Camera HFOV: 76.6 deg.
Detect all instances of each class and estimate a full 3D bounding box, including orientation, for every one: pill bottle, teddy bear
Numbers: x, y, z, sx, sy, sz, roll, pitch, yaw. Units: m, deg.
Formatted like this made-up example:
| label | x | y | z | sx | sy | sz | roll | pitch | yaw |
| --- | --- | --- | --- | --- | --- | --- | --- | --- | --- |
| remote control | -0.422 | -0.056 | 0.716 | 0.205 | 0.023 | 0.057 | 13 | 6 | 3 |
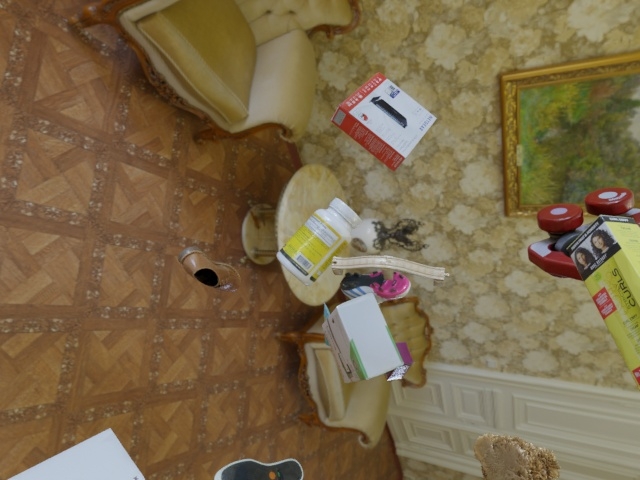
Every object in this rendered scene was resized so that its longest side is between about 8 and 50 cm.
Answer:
| label | x | y | z | sx | sy | sz | roll | pitch | yaw |
| --- | --- | --- | --- | --- | --- | --- | --- | --- | --- |
| pill bottle | 0.000 | 0.000 | 1.599 | 0.334 | 0.188 | 0.188 | -47 | 144 | -1 |
| teddy bear | 0.372 | 0.565 | 0.799 | 0.113 | 0.244 | 0.339 | 28 | 50 | -50 |

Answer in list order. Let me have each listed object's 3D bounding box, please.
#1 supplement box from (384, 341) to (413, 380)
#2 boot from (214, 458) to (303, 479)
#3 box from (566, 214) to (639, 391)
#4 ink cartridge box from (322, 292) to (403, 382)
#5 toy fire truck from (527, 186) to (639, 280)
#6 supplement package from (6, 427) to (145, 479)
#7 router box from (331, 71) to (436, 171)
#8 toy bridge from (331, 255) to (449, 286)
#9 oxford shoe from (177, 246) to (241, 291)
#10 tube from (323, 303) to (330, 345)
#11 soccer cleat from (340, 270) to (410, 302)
| label | x | y | z | sx | sy | sz | roll | pitch | yaw |
| --- | --- | --- | --- | --- | --- | --- | --- | --- | --- |
| supplement box | 0.174 | 0.279 | 0.933 | 0.083 | 0.043 | 0.055 | 105 | -21 | -46 |
| boot | -0.187 | 0.643 | 1.042 | 0.244 | 0.176 | 0.088 | 20 | 31 | -36 |
| box | 0.419 | 0.080 | 0.534 | 0.087 | 0.058 | 0.233 | 104 | -12 | -51 |
| ink cartridge box | 0.085 | 0.231 | 0.921 | 0.219 | 0.092 | 0.160 | 111 | -41 | -66 |
| toy fire truck | 0.669 | 0.009 | 0.941 | 0.254 | 0.301 | 0.170 | -104 | 174 | -70 |
| supplement package | -0.500 | 0.542 | 0.792 | 0.261 | 0.203 | 0.145 | -16 | 114 | -43 |
| router box | 0.249 | -0.459 | 1.537 | 0.335 | 0.301 | 0.082 | -51 | 179 | -38 |
| toy bridge | 0.109 | 0.045 | 0.651 | 0.063 | 0.188 | 0.026 | 61 | 37 | -65 |
| oxford shoe | -0.250 | 0.091 | 0.958 | 0.076 | 0.076 | 0.212 | -43 | 149 | 2 |
| tube | 0.036 | 0.352 | 1.663 | 0.080 | 0.052 | 0.207 | -122 | -160 | -48 |
| soccer cleat | 0.226 | 0.192 | 1.578 | 0.143 | 0.331 | 0.116 | 51 | 57 | -29 |
